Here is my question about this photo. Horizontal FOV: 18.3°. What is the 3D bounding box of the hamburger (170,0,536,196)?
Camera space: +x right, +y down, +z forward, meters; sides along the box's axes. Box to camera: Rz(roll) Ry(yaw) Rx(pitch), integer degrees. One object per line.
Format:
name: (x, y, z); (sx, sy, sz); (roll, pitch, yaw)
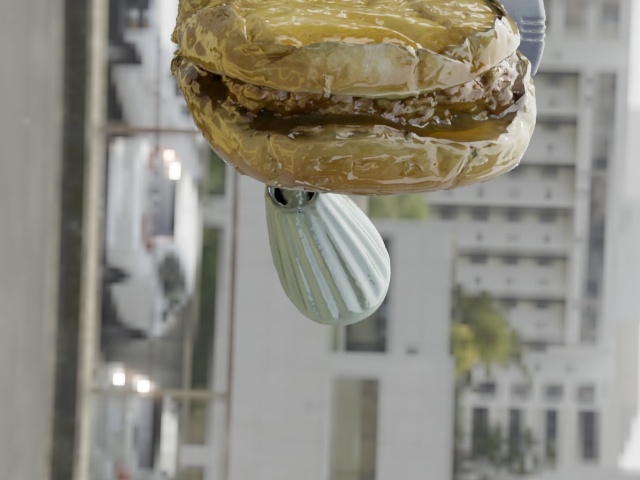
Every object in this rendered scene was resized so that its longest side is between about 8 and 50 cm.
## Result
hamburger: (0.021, -0.124, 1.443); (0.283, 0.259, 0.145); (-100, -169, -63)

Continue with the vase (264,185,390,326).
vase: (0.000, 0.000, 2.235); (0.248, 0.128, 0.128); (63, 26, -58)

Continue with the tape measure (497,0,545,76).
tape measure: (0.153, -0.212, 2.050); (0.186, 0.112, 0.199); (21, -71, 61)
